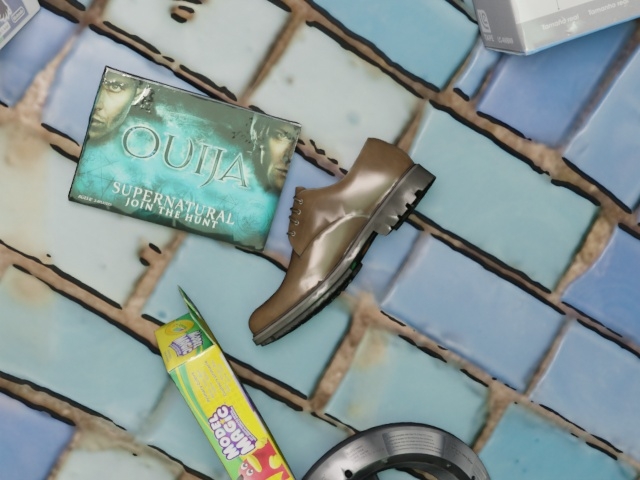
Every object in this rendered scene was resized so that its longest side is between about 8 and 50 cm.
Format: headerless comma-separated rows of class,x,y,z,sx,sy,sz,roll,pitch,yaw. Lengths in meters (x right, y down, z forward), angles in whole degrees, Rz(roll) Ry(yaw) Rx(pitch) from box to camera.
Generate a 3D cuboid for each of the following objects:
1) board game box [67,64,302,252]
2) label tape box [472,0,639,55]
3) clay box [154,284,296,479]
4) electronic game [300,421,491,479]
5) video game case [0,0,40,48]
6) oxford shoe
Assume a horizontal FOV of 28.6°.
board game box,-0.123,-0.073,1.141,0.186,0.026,0.126,15,99,-15
label tape box,0.234,-0.368,1.114,0.249,0.115,0.348,-19,107,-8
clay box,-0.088,0.154,1.145,0.053,0.127,0.222,-31,106,-5
electronic game,0.069,0.288,1.250,0.229,0.048,0.229,-6,109,-18
video game case,-0.298,-0.225,0.971,0.023,0.201,0.183,-14,117,18
oxford shoe,0.000,0.000,1.168,0.096,0.083,0.227,40,93,5
